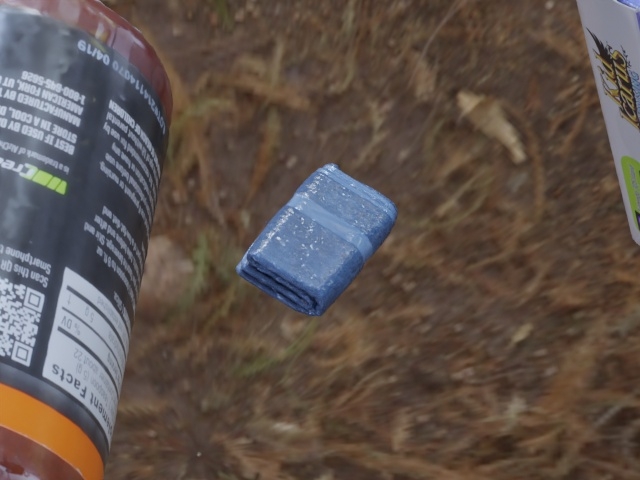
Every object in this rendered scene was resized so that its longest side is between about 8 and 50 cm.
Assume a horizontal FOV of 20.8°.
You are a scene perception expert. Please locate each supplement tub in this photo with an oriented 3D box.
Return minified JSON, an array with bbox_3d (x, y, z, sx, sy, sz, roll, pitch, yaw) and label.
[{"bbox_3d":[-0.106,0.027,0.485,0.106,0.106,0.197,10,58,-3],"label":"supplement tub"}]

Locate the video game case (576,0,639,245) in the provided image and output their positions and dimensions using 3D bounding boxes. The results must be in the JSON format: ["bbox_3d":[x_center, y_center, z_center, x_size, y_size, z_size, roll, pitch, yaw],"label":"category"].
[{"bbox_3d":[0.283,-0.141,1.040,0.269,0.244,0.061,-38,50,-12],"label":"video game case"}]

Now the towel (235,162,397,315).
[{"bbox_3d":[0.000,0.000,1.126,0.067,0.029,0.119,32,42,7],"label":"towel"}]
